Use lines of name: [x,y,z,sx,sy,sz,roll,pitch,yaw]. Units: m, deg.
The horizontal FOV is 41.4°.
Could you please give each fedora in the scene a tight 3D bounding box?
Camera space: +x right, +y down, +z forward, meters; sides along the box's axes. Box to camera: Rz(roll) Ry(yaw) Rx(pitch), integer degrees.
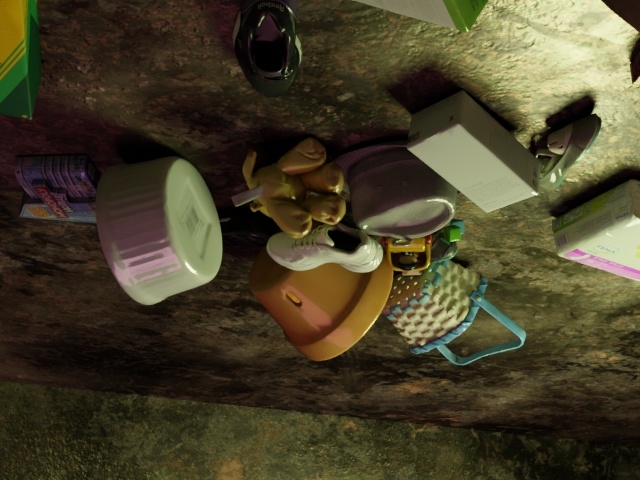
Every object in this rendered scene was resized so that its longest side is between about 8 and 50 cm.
fedora: [0.151,-0.082,1.612,0.276,0.124,0.243,-7,152,18]

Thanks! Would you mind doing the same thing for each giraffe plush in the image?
giraffe plush: [-0.068,-0.088,1.603,0.210,0.181,0.170,-5,177,-9]

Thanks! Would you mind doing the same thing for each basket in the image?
basket: [0.314,0.180,2.020,0.289,0.201,0.255,45,141,-11]

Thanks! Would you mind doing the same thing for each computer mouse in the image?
computer mouse: [-0.234,-0.037,1.817,0.262,0.060,0.184,-3,161,37]

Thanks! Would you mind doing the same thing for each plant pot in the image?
plant pot: [-0.016,0.083,1.831,0.203,0.290,0.291,39,139,-25]

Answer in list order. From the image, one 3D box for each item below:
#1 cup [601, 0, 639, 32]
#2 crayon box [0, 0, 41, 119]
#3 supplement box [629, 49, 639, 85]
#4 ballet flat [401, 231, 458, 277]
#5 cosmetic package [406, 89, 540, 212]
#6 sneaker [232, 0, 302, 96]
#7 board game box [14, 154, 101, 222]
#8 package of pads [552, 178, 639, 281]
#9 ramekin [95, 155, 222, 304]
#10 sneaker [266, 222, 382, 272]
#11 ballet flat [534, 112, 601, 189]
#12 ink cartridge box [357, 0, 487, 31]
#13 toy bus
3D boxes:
cup: [0.507,-0.317,0.942,0.331,0.331,0.237,13,126,-22]
crayon box: [-0.591,-0.322,1.188,0.363,0.106,0.313,8,154,-12]
supplement box: [0.513,-0.273,1.282,0.055,0.043,0.083,6,154,-4]
ballet flat: [0.228,0.027,1.910,0.074,0.074,0.203,15,158,-24]
cosmetic package: [0.269,-0.150,1.474,0.117,0.085,0.231,-22,134,41]
sneaker: [-0.082,-0.274,1.230,0.107,0.124,0.283,3,154,0]
board game box: [-0.533,-0.097,1.707,0.194,0.060,0.194,-2,154,7]
package of pads: [0.667,-0.012,1.747,0.297,0.101,0.229,15,152,-25]
ramekin: [-0.295,-0.027,1.605,0.135,0.277,0.277,-15,151,15]
sneaker: [0.000,0.000,1.642,0.232,0.090,0.115,0,155,15]
ballet flat: [0.424,-0.157,1.504,0.068,0.072,0.213,15,152,-2]
ink cartridge box: [0.077,-0.379,1.057,0.255,0.097,0.189,27,170,34]
toy bus: [0.184,0.018,1.750,0.202,0.104,0.191,-16,-161,-32]
